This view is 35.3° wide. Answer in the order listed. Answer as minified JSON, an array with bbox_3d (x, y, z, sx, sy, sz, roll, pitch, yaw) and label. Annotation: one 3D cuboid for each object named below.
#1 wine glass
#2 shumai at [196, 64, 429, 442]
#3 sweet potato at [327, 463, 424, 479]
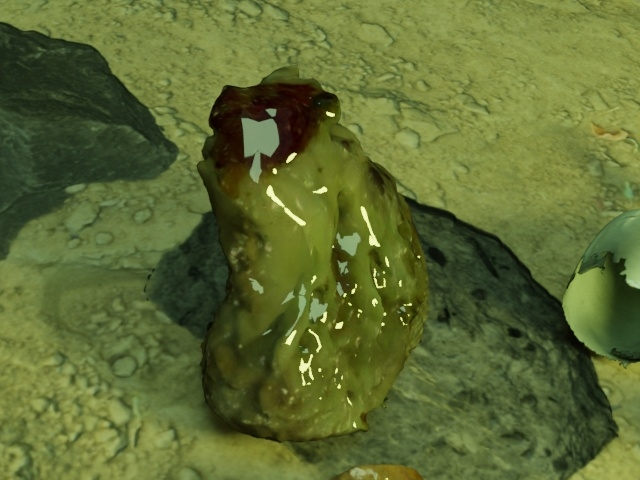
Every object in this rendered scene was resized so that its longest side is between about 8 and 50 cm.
[{"bbox_3d":[0.385,0.001,1.122,0.143,0.143,0.321,26,48,20],"label":"wine glass"},{"bbox_3d":[0.001,-0.002,0.965,0.217,0.283,0.346,18,41,15],"label":"shumai"},{"bbox_3d":[0.046,0.319,0.738,0.131,0.131,0.336,0,41,-8],"label":"sweet potato"}]
